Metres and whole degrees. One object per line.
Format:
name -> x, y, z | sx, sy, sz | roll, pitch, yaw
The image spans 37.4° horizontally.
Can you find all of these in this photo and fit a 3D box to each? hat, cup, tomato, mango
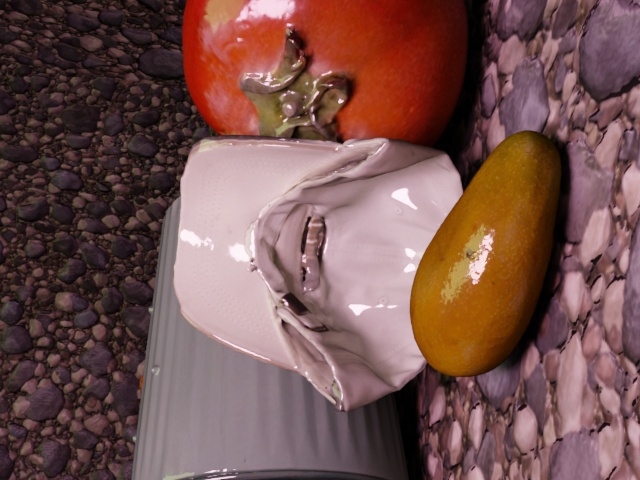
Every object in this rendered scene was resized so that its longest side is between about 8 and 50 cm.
hat -> -0.010, 0.010, 0.963 | 0.168, 0.301, 0.258 | -11, -68, -65
cup -> -0.071, 0.171, 1.156 | 0.401, 0.310, 0.392 | 115, 155, -59
tomato -> 0.010, -0.217, 1.040 | 0.321, 0.321, 0.322 | -174, 90, -77
mango -> 0.144, 0.015, 0.813 | 0.136, 0.099, 0.228 | -99, 28, -69

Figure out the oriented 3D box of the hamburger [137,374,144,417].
hamburger -> -0.150, 0.346, 1.524 | 0.330, 0.250, 0.330 | 167, 90, -75
